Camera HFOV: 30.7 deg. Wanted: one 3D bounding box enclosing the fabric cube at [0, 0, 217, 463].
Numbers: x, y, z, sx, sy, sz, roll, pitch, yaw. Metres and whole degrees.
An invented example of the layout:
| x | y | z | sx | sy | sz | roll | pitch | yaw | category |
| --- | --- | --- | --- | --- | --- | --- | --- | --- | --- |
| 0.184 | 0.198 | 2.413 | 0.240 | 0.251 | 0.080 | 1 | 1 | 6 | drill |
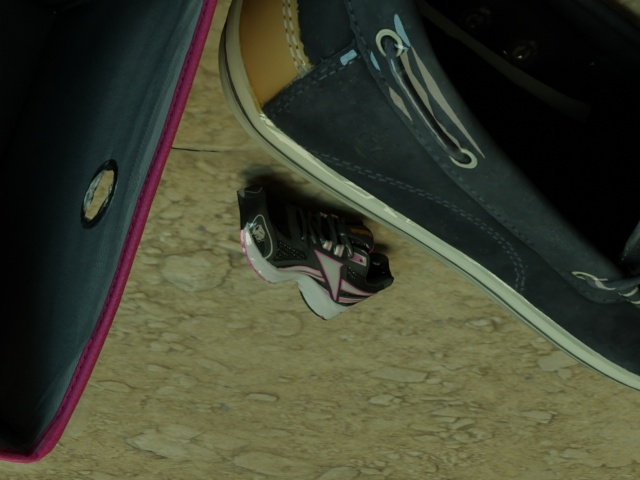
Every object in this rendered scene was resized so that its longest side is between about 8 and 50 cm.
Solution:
| x | y | z | sx | sy | sz | roll | pitch | yaw | category |
| --- | --- | --- | --- | --- | --- | --- | --- | --- | --- |
| -0.240 | -0.065 | 0.557 | 0.259 | 0.254 | 0.258 | 23 | 171 | -29 | fabric cube |

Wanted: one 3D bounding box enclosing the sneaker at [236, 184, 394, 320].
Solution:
| x | y | z | sx | sy | sz | roll | pitch | yaw | category |
| --- | --- | --- | --- | --- | --- | --- | --- | --- | --- |
| 0.000 | 0.000 | 0.921 | 0.077 | 0.072 | 0.178 | -21 | 151 | 20 | sneaker |

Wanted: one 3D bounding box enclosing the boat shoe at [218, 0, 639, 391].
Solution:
| x | y | z | sx | sy | sz | roll | pitch | yaw | category |
| --- | --- | --- | --- | --- | --- | --- | --- | --- | --- |
| 0.180 | -0.036 | 0.690 | 0.500 | 0.186 | 0.156 | 27 | 151 | -25 | boat shoe |
